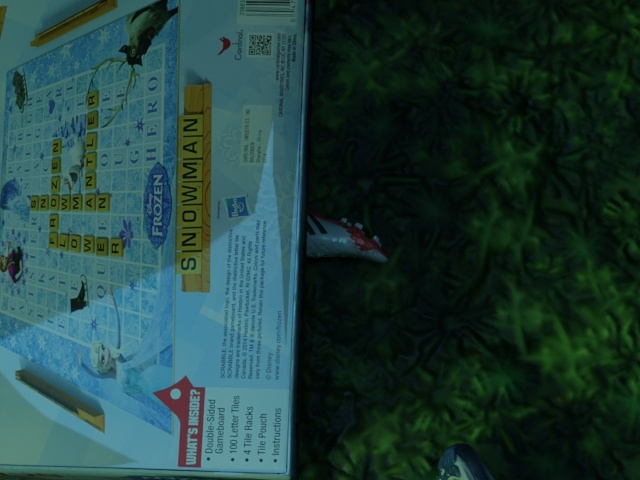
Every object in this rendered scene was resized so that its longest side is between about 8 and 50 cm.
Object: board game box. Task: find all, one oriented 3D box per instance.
[{"bbox_3d":[-0.164,-0.026,0.654,0.317,0.066,0.319,2,73,3],"label":"board game box"}]

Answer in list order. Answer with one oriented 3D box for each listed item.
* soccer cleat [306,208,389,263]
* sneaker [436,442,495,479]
[{"bbox_3d":[0.000,0.000,0.686,0.083,0.029,0.036,26,83,8],"label":"soccer cleat"},{"bbox_3d":[0.112,0.169,0.634,0.058,0.052,0.135,-26,83,-20],"label":"sneaker"}]
